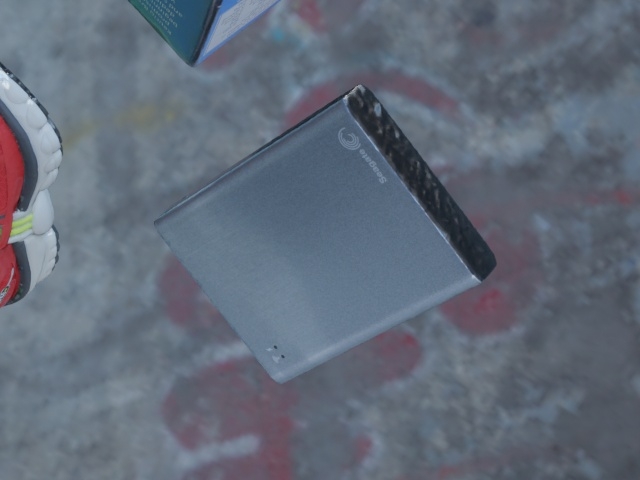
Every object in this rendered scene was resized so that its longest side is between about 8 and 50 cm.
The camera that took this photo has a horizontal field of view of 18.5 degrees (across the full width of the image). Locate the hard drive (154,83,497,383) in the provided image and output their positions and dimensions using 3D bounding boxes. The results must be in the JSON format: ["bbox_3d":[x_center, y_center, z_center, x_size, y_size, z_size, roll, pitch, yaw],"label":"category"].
[{"bbox_3d":[0.000,0.000,0.836,0.135,0.094,0.022,-30,11,44],"label":"hard drive"}]

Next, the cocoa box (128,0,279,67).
[{"bbox_3d":[-0.089,-0.321,1.109,0.231,0.228,0.347,-41,85,-20],"label":"cocoa box"}]

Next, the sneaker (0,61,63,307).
[{"bbox_3d":[-0.202,-0.023,0.995,0.118,0.279,0.107,-40,67,-22],"label":"sneaker"}]
